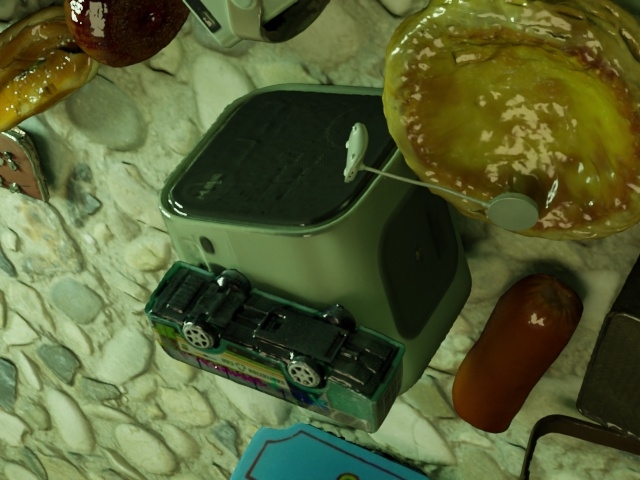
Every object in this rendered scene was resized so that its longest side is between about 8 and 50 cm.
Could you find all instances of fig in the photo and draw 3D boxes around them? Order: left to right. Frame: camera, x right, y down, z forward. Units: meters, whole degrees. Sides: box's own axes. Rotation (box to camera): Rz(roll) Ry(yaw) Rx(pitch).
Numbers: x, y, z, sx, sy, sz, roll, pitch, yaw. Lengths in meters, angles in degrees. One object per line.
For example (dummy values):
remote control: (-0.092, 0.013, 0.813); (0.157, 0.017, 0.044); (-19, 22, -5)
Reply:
fig: (-0.224, -0.280, 1.720); (0.133, 0.146, 0.201); (60, 173, -37)

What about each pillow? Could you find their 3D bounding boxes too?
pillow: (-0.460, -0.122, 2.094); (0.233, 0.043, 0.126); (16, 139, 24)

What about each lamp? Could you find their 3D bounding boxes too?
lamp: (0.118, -0.060, 1.539); (0.198, 0.056, 0.050); (17, 141, -1)

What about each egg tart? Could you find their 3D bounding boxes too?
egg tart: (0.211, -0.141, 1.507); (0.319, 0.128, 0.319); (19, 140, 17)

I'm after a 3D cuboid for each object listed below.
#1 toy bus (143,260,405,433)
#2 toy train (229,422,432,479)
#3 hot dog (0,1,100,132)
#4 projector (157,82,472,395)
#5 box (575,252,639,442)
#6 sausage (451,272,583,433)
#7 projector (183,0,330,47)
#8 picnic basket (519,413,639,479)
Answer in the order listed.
toy bus: (-0.046, 0.106, 1.584); (0.262, 0.091, 0.109); (20, 146, 20)
toy train: (0.018, 0.398, 2.097); (0.300, 0.265, 0.188); (22, 151, 15)
hot dog: (-0.355, -0.205, 1.909); (0.270, 0.072, 0.109); (-22, 113, 46)
projector: (0.000, 0.000, 1.709); (0.249, 0.248, 0.249); (8, 134, 31)
box: (0.423, 0.136, 1.620); (0.273, 0.143, 0.184); (24, 141, 15)
sausage: (0.218, 0.138, 1.822); (0.089, 0.083, 0.300); (21, 142, 0)
projector: (-0.066, -0.313, 1.509); (0.242, 0.163, 0.177); (51, 140, -12)
picnic basket: (0.372, 0.328, 1.763); (0.321, 0.254, 0.291); (15, 138, 9)
